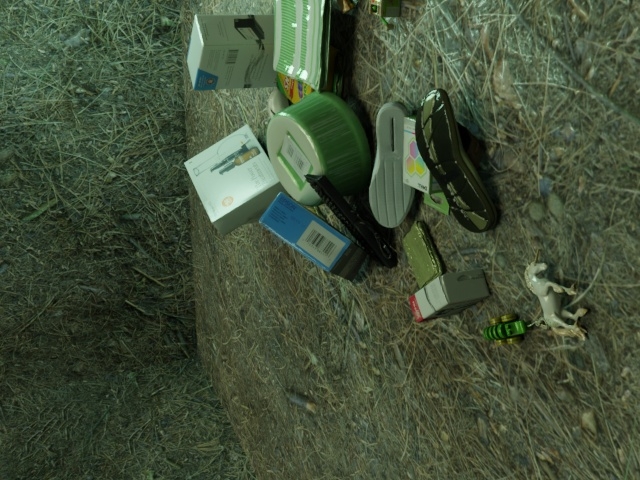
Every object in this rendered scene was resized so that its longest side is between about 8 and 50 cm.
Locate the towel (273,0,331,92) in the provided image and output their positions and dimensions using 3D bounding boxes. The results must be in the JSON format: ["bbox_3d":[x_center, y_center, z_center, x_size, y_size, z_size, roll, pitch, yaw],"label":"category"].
[{"bbox_3d":[-0.058,-0.556,1.912,0.325,0.038,0.248,-138,46,-56],"label":"towel"}]

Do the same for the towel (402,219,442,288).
[{"bbox_3d":[0.242,0.037,1.648,0.110,0.027,0.148,117,137,-57],"label":"towel"}]

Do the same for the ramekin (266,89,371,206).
[{"bbox_3d":[-0.016,-0.240,1.893,0.303,0.148,0.304,39,144,37],"label":"ramekin"}]

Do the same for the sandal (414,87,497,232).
[{"bbox_3d":[0.282,-0.162,1.414,0.120,0.086,0.303,-18,96,62],"label":"sandal"}]

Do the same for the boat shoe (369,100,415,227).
[{"bbox_3d":[0.180,-0.180,1.642,0.094,0.109,0.303,-49,-35,-59],"label":"boat shoe"}]

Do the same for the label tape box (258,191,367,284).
[{"bbox_3d":[0.000,0.000,1.922,0.240,0.106,0.333,36,-178,17],"label":"label tape box"}]

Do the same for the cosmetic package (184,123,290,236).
[{"bbox_3d":[-0.307,-0.224,2.519,0.377,0.284,0.097,58,-179,43],"label":"cosmetic package"}]

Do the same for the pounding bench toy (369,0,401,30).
[{"bbox_3d":[0.147,-0.533,1.616,0.065,0.052,0.083,-136,42,-56],"label":"pounding bench toy"}]

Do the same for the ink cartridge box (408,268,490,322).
[{"bbox_3d":[0.274,0.119,1.493,0.150,0.109,0.063,130,128,-62],"label":"ink cartridge box"}]

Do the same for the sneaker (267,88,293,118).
[{"bbox_3d":[-0.091,-0.369,2.199,0.153,0.094,0.235,-174,75,-65],"label":"sneaker"}]

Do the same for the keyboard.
[{"bbox_3d":[0.087,-0.042,1.750,0.317,0.033,0.201,48,167,-22],"label":"keyboard"}]

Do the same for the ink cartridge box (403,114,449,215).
[{"bbox_3d":[0.235,-0.165,1.537,0.109,0.062,0.209,-144,48,-59],"label":"ink cartridge box"}]

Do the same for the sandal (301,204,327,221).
[{"bbox_3d":[-0.028,-0.071,2.221,0.180,0.049,0.072,-125,34,-47],"label":"sandal"}]

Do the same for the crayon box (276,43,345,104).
[{"bbox_3d":[-0.035,-0.492,2.033,0.318,0.081,0.202,-129,37,-50],"label":"crayon box"}]

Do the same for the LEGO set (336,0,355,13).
[{"bbox_3d":[0.040,-0.731,1.784,0.287,0.107,0.132,66,-171,21],"label":"LEGO set"}]

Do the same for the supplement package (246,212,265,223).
[{"bbox_3d":[-0.273,-0.115,2.620,0.105,0.179,0.105,177,83,-67],"label":"supplement package"}]

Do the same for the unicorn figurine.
[{"bbox_3d":[0.409,0.097,1.227,0.111,0.060,0.162,175,86,-67],"label":"unicorn figurine"}]

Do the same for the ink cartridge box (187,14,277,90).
[{"bbox_3d":[-0.250,-0.596,2.211,0.223,0.307,0.129,123,135,-59],"label":"ink cartridge box"}]

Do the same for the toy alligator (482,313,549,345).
[{"bbox_3d":[0.369,0.174,1.363,0.189,0.051,0.056,147,111,-66],"label":"toy alligator"}]
